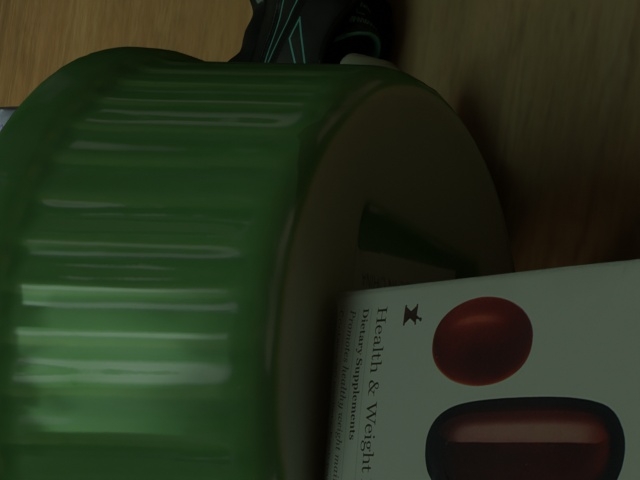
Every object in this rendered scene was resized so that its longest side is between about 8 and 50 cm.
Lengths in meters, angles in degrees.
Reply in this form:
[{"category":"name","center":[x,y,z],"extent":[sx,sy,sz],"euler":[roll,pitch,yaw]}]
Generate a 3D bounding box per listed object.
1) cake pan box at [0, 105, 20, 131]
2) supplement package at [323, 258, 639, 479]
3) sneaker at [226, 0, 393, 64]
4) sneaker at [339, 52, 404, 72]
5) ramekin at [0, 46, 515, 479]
[{"category":"cake pan box","center":[-0.103,0.073,0.884],"extent":[0.070,0.246,0.266],"euler":[-1,82,26]},{"category":"supplement package","center":[0.113,0.114,0.642],"extent":[0.203,0.149,0.194],"euler":[-10,73,54]},{"category":"sneaker","center":[0.003,-0.152,1.137],"extent":[0.106,0.101,0.267],"euler":[-10,64,36]},{"category":"sneaker","center":[0.000,0.000,1.043],"extent":[0.262,0.099,0.121],"euler":[-51,49,38]},{"category":"ramekin","center":[-0.022,0.059,0.808],"extent":[0.148,0.303,0.303],"euler":[-1,80,28]}]
